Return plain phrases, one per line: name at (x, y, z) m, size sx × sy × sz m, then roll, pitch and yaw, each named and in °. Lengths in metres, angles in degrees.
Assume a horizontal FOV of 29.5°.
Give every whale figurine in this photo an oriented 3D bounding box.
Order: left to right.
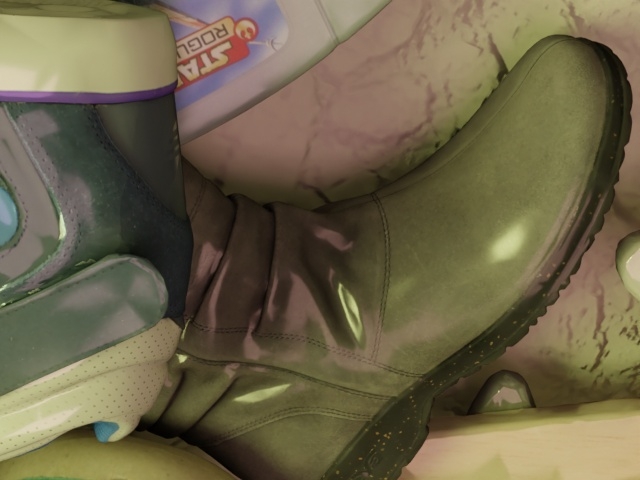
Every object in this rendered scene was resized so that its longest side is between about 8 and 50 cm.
whale figurine at (-0.127, 0.228, 0.715) m, size 0.216 × 0.141 × 0.272 m, roll 13°, pitch 138°, yaw -2°

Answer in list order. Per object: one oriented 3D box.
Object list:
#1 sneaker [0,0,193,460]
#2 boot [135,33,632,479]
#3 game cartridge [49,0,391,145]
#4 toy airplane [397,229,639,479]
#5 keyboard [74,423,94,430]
sneaker at (-0.215, 0.013, 0.514) m, size 0.322 × 0.130 × 0.236 m, roll 0°, pitch 108°, yaw -13°
boot at (0.000, 0.000, 0.667) m, size 0.222 × 0.118 × 0.338 m, roll 27°, pitch 105°, yaw -22°
game cartridge at (-0.108, -0.134, 0.563) m, size 0.297 × 0.062 × 0.198 m, roll -26°, pitch 110°, yaw 5°
toy airplane at (0.271, 0.157, 0.774) m, size 0.386 × 0.272 × 0.384 m, roll 44°, pitch 91°, yaw 5°
keyboard at (-0.213, 0.097, 0.716) m, size 0.072 × 0.014 × 0.256 m, roll -44°, pitch 121°, yaw 11°
